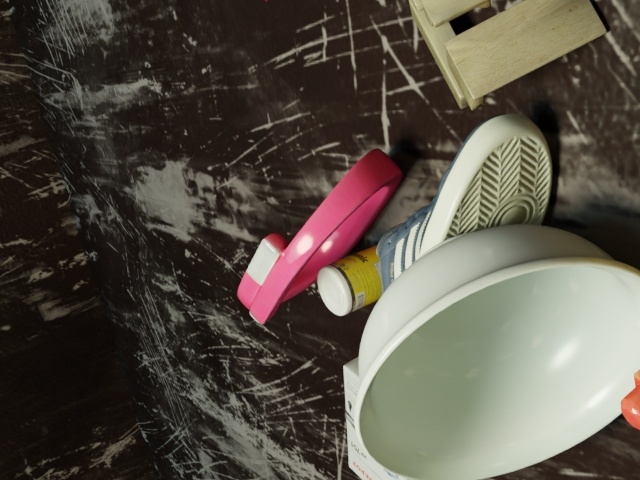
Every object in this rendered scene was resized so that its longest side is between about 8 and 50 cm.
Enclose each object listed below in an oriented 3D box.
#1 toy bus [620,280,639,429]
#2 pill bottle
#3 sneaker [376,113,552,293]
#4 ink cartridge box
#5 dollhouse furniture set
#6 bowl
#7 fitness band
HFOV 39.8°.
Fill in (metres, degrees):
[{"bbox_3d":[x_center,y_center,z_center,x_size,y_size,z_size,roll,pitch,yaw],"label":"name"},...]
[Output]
[{"bbox_3d":[0.304,0.078,0.550,0.220,0.211,0.149,35,156,44],"label":"toy bus"},{"bbox_3d":[0.060,0.044,1.091,0.065,0.116,0.065,39,140,43],"label":"pill bottle"},{"bbox_3d":[0.128,-0.003,0.936,0.148,0.131,0.350,-121,33,-41],"label":"sneaker"},{"bbox_3d":[0.104,0.262,1.205,0.140,0.082,0.190,34,136,47],"label":"ink cartridge box"},{"bbox_3d":[0.166,-0.205,0.827,0.144,0.123,0.151,64,-173,8],"label":"dollhouse furniture set"},{"bbox_3d":[0.157,0.085,0.819,0.134,0.298,0.297,-109,19,-45],"label":"bowl"},{"bbox_3d":[0.000,0.000,1.071,0.054,0.209,0.291,47,148,9],"label":"fitness band"}]
